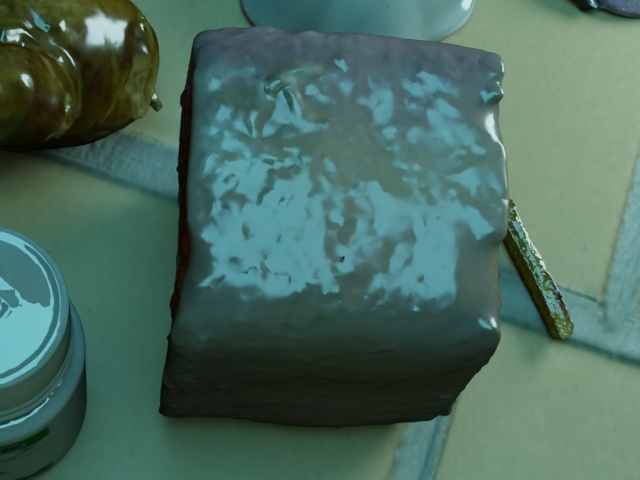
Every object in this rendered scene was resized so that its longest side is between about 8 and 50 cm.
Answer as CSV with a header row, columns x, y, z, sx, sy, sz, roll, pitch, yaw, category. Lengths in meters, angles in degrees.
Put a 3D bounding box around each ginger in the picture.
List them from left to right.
x,y,z,sx,sy,sz,roll,pitch,yaw,category
-0.303,-0.180,1.179,0.357,0.152,0.274,37,31,3,ginger

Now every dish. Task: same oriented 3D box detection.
x,y,z,sx,sy,sz,roll,pitch,yaw,category
0.035,-0.263,1.345,0.229,0.081,0.229,3,68,-7,dish

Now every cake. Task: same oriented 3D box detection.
x,y,z,sx,sy,sz,roll,pitch,yaw,category
0.000,0.000,1.116,0.230,0.309,0.237,1,71,-5,cake

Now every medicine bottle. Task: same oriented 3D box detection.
x,y,z,sx,sy,sz,roll,pitch,yaw,category
-0.233,0.085,1.080,0.139,0.237,0.139,3,70,-7,medicine bottle

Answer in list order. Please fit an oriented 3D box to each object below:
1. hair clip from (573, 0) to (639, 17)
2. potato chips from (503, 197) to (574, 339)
x,y,z,sx,sy,sz,roll,pitch,yaw,category
0.376,-0.311,1.424,0.359,0.110,0.096,-36,37,-16,hair clip
0.155,-0.005,1.289,0.037,0.026,0.204,-29,76,-15,potato chips
